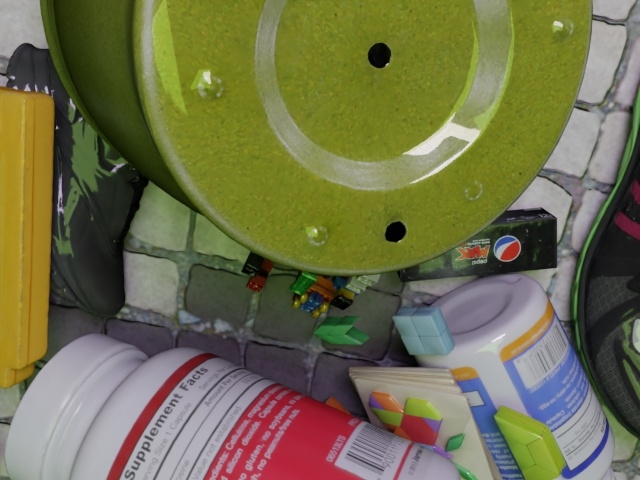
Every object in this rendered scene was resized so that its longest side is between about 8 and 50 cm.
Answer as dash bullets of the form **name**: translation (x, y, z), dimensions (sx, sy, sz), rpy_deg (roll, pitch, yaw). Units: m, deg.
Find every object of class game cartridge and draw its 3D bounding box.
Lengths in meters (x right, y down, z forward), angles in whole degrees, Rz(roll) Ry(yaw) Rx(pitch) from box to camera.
- **game cartridge**: translation (-0.407, -0.026, 0.649), dimensions (0.323, 0.052, 0.286), rpy_deg (13, 106, 20)

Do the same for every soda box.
- **soda box**: translation (0.165, 0.004, 0.713), dimensions (0.168, 0.053, 0.060), rpy_deg (-5, 106, 2)

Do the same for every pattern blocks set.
- **pattern blocks set**: translation (0.111, 0.212, 0.690), dimensions (0.285, 0.026, 0.325), rpy_deg (-21, 105, 48)

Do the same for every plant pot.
- **plant pot**: translation (-0.015, -0.150, 0.467), dimensions (0.366, 0.353, 0.367), rpy_deg (-7, 114, -16)

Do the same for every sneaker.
- **sneaker**: translation (0.375, -0.001, 0.635), dimensions (0.185, 0.202, 0.483), rpy_deg (3, 105, 0)
- **sneaker**: translation (-0.225, -0.058, 0.673), dimensions (0.130, 0.109, 0.287), rpy_deg (-8, 108, -6)

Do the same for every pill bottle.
- **pill bottle**: translation (-0.089, 0.246, 0.650), dimensions (0.407, 0.229, 0.229), rpy_deg (20, 105, 16)
- **pill bottle**: translation (0.219, 0.185, 0.712), dimensions (0.152, 0.152, 0.272), rpy_deg (-27, 104, 7)

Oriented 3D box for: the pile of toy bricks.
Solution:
- **pile of toy bricks**: translation (0.000, 0.000, 0.665), dimensions (0.118, 0.212, 0.105), rpy_deg (26, 68, -8)
